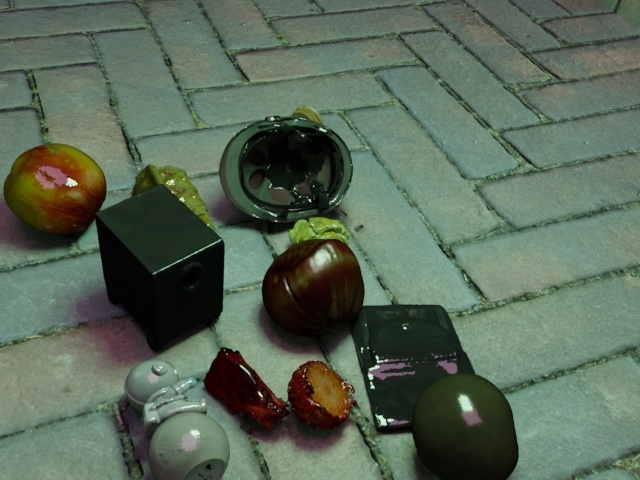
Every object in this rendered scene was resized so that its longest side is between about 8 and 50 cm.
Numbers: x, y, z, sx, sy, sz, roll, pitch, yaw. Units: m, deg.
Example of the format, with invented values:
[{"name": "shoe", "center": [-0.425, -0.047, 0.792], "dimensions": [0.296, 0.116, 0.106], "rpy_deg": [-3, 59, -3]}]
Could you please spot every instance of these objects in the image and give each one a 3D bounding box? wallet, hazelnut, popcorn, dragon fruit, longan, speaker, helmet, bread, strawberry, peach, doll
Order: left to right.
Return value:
[{"name": "peach", "center": [-0.625, -0.121, 1.678], "dimensions": [0.231, 0.231, 0.231], "rpy_deg": [5, 42, -4]}, {"name": "speaker", "center": [-0.332, 0.060, 1.498], "dimensions": [0.184, 0.254, 0.232], "rpy_deg": [-28, 53, -33]}, {"name": "doll", "center": [-0.277, 0.329, 1.302], "dimensions": [0.151, 0.151, 0.287], "rpy_deg": [-19, 45, -27]}, {"name": "bread", "center": [-0.357, -0.068, 1.731], "dimensions": [0.152, 0.130, 0.267], "rpy_deg": [-39, 52, 4]}, {"name": "dragon fruit", "center": [-0.129, 0.282, 1.395], "dimensions": [0.192, 0.122, 0.092], "rpy_deg": [34, 33, 28]}, {"name": "helmet", "center": [-0.093, -0.191, 1.832], "dimensions": [0.338, 0.271, 0.197], "rpy_deg": [-5, 13, -7]}, {"name": "hazelnut", "center": [-0.014, 0.109, 1.550], "dimensions": [0.229, 0.229, 0.229], "rpy_deg": [5, 42, -4]}, {"name": "strawberry", "center": [-0.005, 0.307, 1.388], "dimensions": [0.145, 0.086, 0.145], "rpy_deg": [37, 21, -17]}, {"name": "popcorn", "center": [0.000, 0.000, 1.709], "dimensions": [0.141, 0.135, 0.162], "rpy_deg": [-15, 49, -14]}, {"name": "wallet", "center": [0.207, 0.259, 1.530], "dimensions": [0.247, 0.041, 0.323], "rpy_deg": [-2, 45, -10]}, {"name": "longan", "center": [0.268, 0.355, 1.320], "dimensions": [0.197, 0.196, 0.220], "rpy_deg": [1, 57, -9]}]

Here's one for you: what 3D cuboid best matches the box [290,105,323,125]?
[{"name": "box", "center": [-0.040, -0.348, 2.104], "dimensions": [0.105, 0.105, 0.037], "rpy_deg": [31, 53, 23]}]
